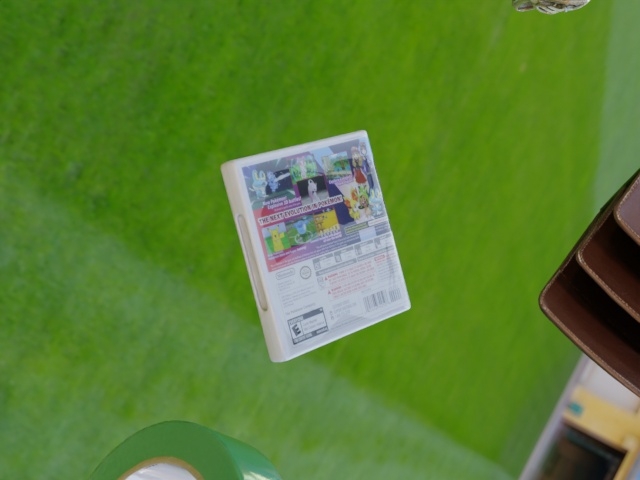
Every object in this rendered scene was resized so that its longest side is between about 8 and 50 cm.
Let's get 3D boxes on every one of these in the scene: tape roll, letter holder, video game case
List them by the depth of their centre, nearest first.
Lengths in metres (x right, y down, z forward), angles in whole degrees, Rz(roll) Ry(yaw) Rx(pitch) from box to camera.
[{"bbox_3d":[0.000,0.000,1.285,0.201,0.023,0.183,-18,94,-50],"label":"video game case"},{"bbox_3d":[-0.165,0.356,1.477,0.077,0.321,0.321,29,88,-39],"label":"tape roll"},{"bbox_3d":[0.452,0.082,1.706,0.214,0.302,0.152,-49,175,-29],"label":"letter holder"}]

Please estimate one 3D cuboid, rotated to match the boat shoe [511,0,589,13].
[{"bbox_3d":[0.194,-0.209,1.161,0.153,0.056,0.048,-132,-142,-69],"label":"boat shoe"}]
